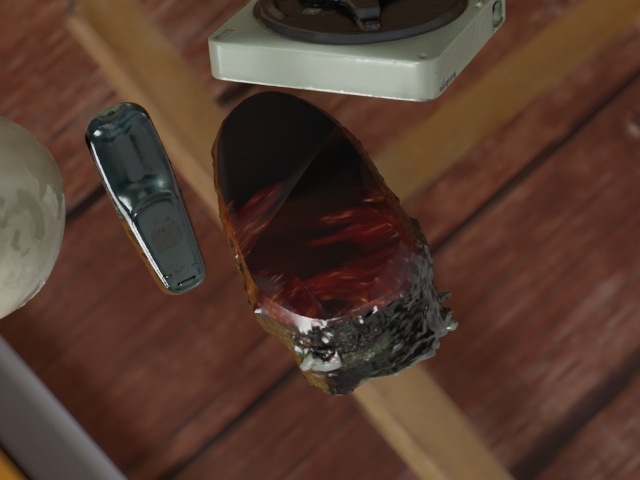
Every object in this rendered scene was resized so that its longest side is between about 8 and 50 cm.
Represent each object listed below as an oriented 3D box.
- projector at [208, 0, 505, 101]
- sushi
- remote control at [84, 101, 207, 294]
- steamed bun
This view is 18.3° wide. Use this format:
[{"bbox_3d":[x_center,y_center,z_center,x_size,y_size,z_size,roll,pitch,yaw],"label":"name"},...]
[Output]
[{"bbox_3d":[0.043,-0.237,2.153,0.257,0.259,0.079,-49,140,-55],"label":"projector"},{"bbox_3d":[0.000,0.000,1.448,0.136,0.225,0.126,-27,146,-3],"label":"sushi"},{"bbox_3d":[-0.173,-0.039,2.027,0.072,0.222,0.042,-26,-151,-8],"label":"remote control"},{"bbox_3d":[-0.389,-0.026,2.130,0.145,0.231,0.232,11,133,-46],"label":"steamed bun"}]
